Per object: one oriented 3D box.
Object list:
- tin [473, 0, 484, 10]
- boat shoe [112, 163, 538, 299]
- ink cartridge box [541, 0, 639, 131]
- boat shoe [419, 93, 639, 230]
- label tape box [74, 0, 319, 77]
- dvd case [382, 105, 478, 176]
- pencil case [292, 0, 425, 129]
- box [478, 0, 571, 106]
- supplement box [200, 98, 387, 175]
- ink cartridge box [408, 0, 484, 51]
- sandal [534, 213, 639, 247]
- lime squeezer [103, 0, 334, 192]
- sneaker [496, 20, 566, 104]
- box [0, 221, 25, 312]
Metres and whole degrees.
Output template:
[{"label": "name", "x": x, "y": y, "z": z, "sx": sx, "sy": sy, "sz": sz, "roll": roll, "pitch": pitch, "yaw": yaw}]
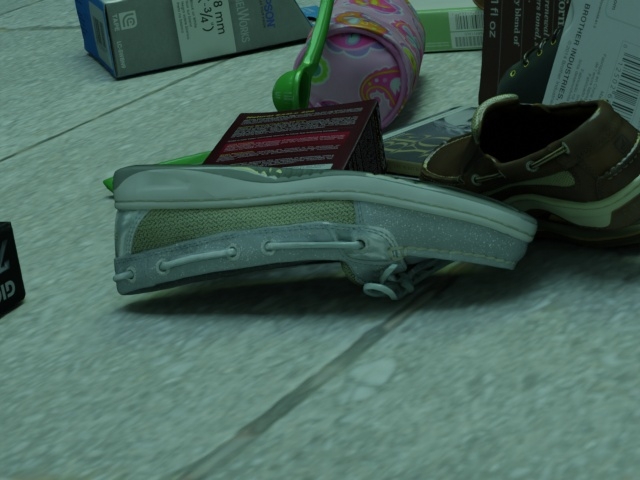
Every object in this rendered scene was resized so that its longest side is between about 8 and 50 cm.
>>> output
[{"label": "tin", "x": 0.268, "y": -0.274, "z": 2.012, "sx": 0.190, "sy": 0.040, "sz": 0.106, "roll": 6, "pitch": 23, "yaw": -13}, {"label": "boat shoe", "x": -0.002, "y": 0.000, "z": 1.283, "sx": 0.320, "sy": 0.103, "sz": 0.118, "roll": 4, "pitch": 1, "yaw": 16}, {"label": "ink cartridge box", "x": 0.302, "y": -0.118, "z": 1.267, "sx": 0.065, "sy": 0.185, "sz": 0.311, "roll": 2, "pitch": 19, "yaw": -40}, {"label": "boat shoe", "x": 0.148, "y": -0.071, "z": 1.301, "sx": 0.095, "sy": 0.095, "sz": 0.257, "roll": -49, "pitch": 24, "yaw": -22}, {"label": "label tape box", "x": -0.137, "y": -0.310, "z": 2.311, "sx": 0.334, "sy": 0.105, "sz": 0.240, "roll": -13, "pitch": 18, "yaw": -14}, {"label": "dvd case", "x": 0.148, "y": -0.087, "z": 1.600, "sx": 0.165, "sy": 0.018, "sz": 0.221, "roll": -22, "pitch": 22, "yaw": -37}, {"label": "pencil case", "x": 0.043, "y": -0.192, "z": 1.833, "sx": 0.124, "sy": 0.124, "sz": 0.284, "roll": -7, "pitch": 16, "yaw": 7}, {"label": "box", "x": 0.314, "y": -0.190, "z": 1.525, "sx": 0.143, "sy": 0.191, "sz": 0.381, "roll": -5, "pitch": 10, "yaw": -40}, {"label": "supplement box", "x": -0.024, "y": -0.050, "z": 1.472, "sx": 0.130, "sy": 0.073, "sz": 0.239, "roll": -5, "pitch": 19, "yaw": 12}, {"label": "ink cartridge box", "x": 0.180, "y": -0.283, "z": 2.151, "sx": 0.171, "sy": 0.056, "sz": 0.235, "roll": -1, "pitch": 18, "yaw": 24}, {"label": "sandal", "x": 0.203, "y": -0.028, "z": 1.329, "sx": 0.180, "sy": 0.049, "sz": 0.072, "roll": 6, "pitch": 22, "yaw": 40}, {"label": "lime squeezer", "x": -0.055, "y": -0.126, "z": 1.660, "sx": 0.310, "sy": 0.059, "sz": 0.110, "roll": -46, "pitch": 50, "yaw": -10}, {"label": "sneaker", "x": 0.212, "y": -0.167, "z": 1.452, "sx": 0.118, "sy": 0.222, "sz": 0.083, "roll": 18, "pitch": 14, "yaw": 31}, {"label": "box", "x": -0.422, "y": 0.060, "z": 1.314, "sx": 0.293, "sy": 0.073, "sz": 0.295, "roll": -1, "pitch": 19, "yaw": 25}]
